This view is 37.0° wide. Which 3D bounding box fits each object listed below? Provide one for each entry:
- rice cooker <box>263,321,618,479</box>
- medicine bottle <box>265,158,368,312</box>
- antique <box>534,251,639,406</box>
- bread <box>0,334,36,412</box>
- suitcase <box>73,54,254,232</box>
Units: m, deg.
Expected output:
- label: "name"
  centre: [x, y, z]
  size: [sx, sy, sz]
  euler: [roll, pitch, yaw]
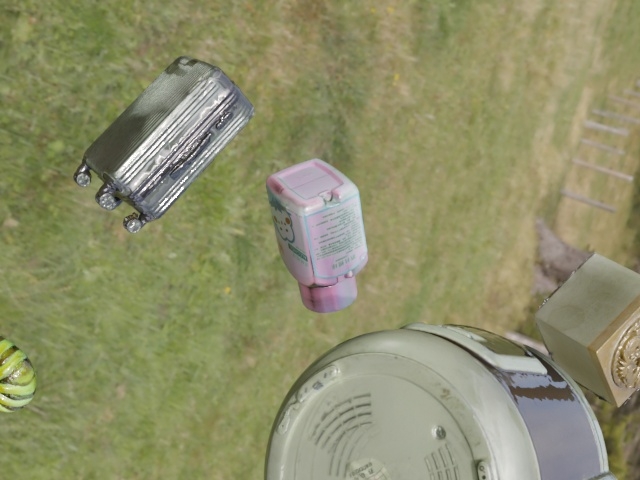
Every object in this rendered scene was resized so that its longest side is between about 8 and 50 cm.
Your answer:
- label: "rice cooker"
  centre: [0.141, 0.253, 1.055]
  size: [0.325, 0.335, 0.335]
  euler: [11, 100, -56]
- label: "medicine bottle"
  centre: [0.000, 0.000, 1.277]
  size: [0.094, 0.119, 0.188]
  euler: [-23, 125, -20]
- label: "antique"
  centre: [0.418, 0.133, 1.377]
  size: [0.147, 0.148, 0.152]
  euler: [-44, 131, -13]
- label: "bread"
  centre: [-0.495, 0.205, 1.451]
  size: [0.071, 0.139, 0.130]
  euler: [-33, 143, -53]
- label: "suitcase"
  centre: [-0.270, -0.173, 1.644]
  size: [0.312, 0.202, 0.128]
  euler: [-47, 122, -6]
